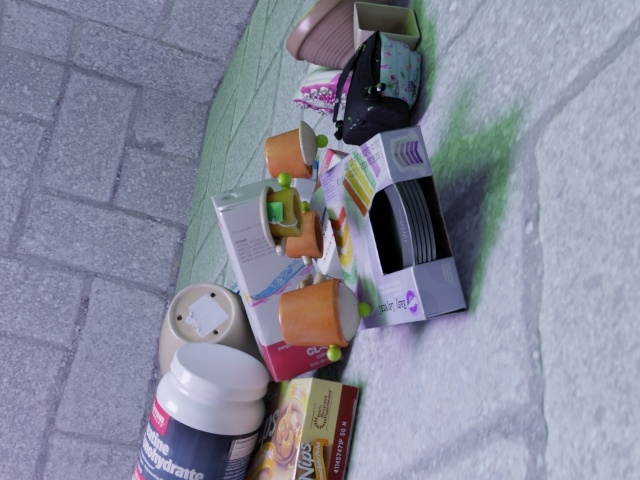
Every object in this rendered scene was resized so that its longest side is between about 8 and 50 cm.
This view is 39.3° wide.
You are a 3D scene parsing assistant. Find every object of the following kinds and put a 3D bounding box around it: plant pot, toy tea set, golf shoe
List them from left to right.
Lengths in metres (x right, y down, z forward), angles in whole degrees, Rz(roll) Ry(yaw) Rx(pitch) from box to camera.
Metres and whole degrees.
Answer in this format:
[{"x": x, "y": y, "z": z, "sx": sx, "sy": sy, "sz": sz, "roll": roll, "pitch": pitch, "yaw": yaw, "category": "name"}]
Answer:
[{"x": -0.207, "y": 0.194, "z": 1.738, "sx": 0.274, "sy": 0.256, "sz": 0.257, "roll": 87, "pitch": -171, "yaw": -62, "category": "plant pot"}, {"x": 0.000, "y": 0.000, "z": 1.272, "sx": 0.200, "sy": 0.124, "sz": 0.336, "roll": -60, "pitch": -39, "yaw": -73, "category": "toy tea set"}, {"x": 0.020, "y": -0.348, "z": 1.891, "sx": 0.306, "sy": 0.115, "sz": 0.140, "roll": -167, "pitch": 96, "yaw": -73, "category": "golf shoe"}, {"x": 0.056, "y": -0.406, "z": 1.721, "sx": 0.237, "sy": 0.110, "sz": 0.237, "roll": -38, "pitch": -5, "yaw": -4, "category": "plant pot"}, {"x": 0.109, "y": -0.355, "z": 1.607, "sx": 0.109, "sy": 0.109, "sz": 0.096, "roll": -93, "pitch": 12, "yaw": -48, "category": "plant pot"}]

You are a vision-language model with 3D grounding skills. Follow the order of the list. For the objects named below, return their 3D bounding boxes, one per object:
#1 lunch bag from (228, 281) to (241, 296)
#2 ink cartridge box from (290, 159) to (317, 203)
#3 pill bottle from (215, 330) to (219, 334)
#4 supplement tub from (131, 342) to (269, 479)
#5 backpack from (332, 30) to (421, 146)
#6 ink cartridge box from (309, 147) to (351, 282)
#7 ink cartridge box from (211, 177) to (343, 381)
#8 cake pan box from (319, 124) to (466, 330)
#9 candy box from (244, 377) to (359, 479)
[{"x": -0.142, "y": 0.112, "z": 2.052, "sx": 0.151, "sy": 0.096, "sz": 0.129, "roll": -47, "pitch": 12, "yaw": -11, "category": "lunch bag"}, {"x": -0.047, "y": -0.114, "z": 2.004, "sx": 0.088, "sy": 0.052, "sz": 0.122, "roll": 124, "pitch": 155, "yaw": -48, "category": "ink cartridge box"}, {"x": -0.229, "y": 0.366, "z": 1.933, "sx": 0.188, "sy": 0.187, "sz": 0.334, "roll": 159, "pitch": 125, "yaw": -71, "category": "pill bottle"}, {"x": -0.205, "y": 0.334, "z": 1.546, "sx": 0.191, "sy": 0.191, "sz": 0.272, "roll": -121, "pitch": 47, "yaw": -69, "category": "supplement tub"}, {"x": 0.101, "y": -0.256, "z": 1.508, "sx": 0.152, "sy": 0.115, "sz": 0.182, "roll": -33, "pitch": 42, "yaw": 51, "category": "backpack"}, {"x": 0.053, "y": -0.041, "z": 1.494, "sx": 0.237, "sy": 0.100, "sz": 0.172, "roll": -126, "pitch": 52, "yaw": -70, "category": "ink cartridge box"}, {"x": -0.080, "y": 0.060, "z": 1.545, "sx": 0.226, "sy": 0.131, "sz": 0.306, "roll": -139, "pitch": 33, "yaw": -76, "category": "ink cartridge box"}, {"x": 0.092, "y": -0.006, "z": 1.220, "sx": 0.267, "sy": 0.070, "sz": 0.246, "roll": 157, "pitch": 99, "yaw": -70, "category": "cake pan box"}, {"x": -0.041, "y": 0.330, "z": 1.498, "sx": 0.316, "sy": 0.087, "sz": 0.183, "roll": 150, "pitch": 133, "yaw": -69, "category": "candy box"}]
